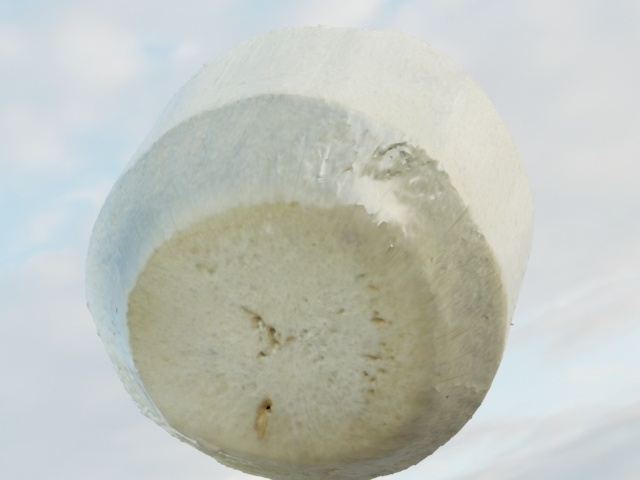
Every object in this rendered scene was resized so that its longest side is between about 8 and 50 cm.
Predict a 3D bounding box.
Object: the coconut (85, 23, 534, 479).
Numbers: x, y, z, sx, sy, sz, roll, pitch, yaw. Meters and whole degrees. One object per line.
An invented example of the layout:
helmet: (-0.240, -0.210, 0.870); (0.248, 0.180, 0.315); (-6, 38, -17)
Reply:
coconut: (0.000, 0.000, 0.801); (0.237, 0.237, 0.266); (-30, 14, 27)
